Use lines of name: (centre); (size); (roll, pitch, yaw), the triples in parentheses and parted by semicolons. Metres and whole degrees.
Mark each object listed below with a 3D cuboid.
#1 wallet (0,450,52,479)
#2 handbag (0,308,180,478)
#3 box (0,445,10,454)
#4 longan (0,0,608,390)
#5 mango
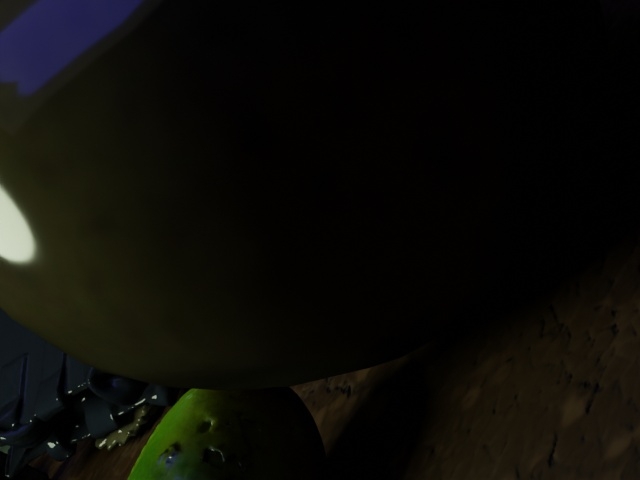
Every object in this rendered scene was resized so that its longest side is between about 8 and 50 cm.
wallet: (-0.344, 0.246, 1.438); (0.030, 0.166, 0.111); (30, 82, 42)
handbag: (-0.205, 0.042, 1.388); (0.303, 0.122, 0.329); (-32, 45, 36)
box: (-0.448, 0.318, 1.775); (0.270, 0.045, 0.211); (-30, 29, 54)
longan: (-0.031, -0.100, 0.861); (0.404, 0.404, 0.336); (-59, -4, -15)
mango: (-0.067, 0.175, 0.864); (0.125, 0.111, 0.233); (-45, 15, 49)
